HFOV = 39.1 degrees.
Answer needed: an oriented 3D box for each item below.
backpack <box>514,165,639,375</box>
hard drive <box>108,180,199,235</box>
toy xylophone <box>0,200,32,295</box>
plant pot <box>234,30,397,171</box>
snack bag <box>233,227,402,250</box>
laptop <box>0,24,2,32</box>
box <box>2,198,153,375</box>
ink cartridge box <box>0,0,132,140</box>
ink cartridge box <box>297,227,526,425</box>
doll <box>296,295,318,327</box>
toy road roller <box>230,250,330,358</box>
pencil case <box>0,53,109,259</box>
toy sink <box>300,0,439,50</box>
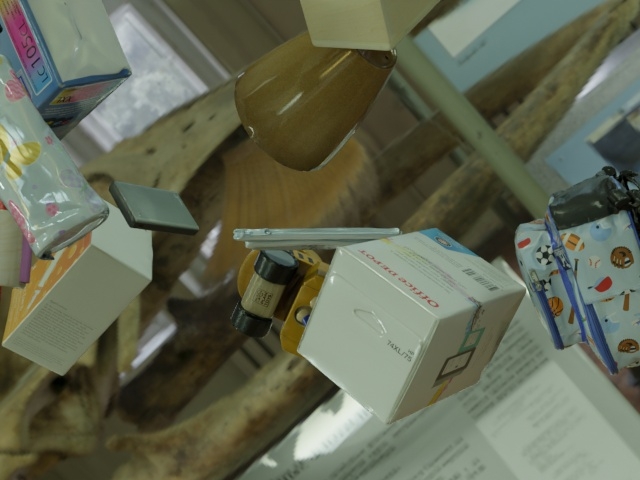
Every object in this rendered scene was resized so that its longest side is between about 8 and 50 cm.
[{"bbox_3d":[0.392,0.052,1.249,0.213,0.263,0.276,-28,1,21],"label":"backpack"},{"bbox_3d":[-0.273,-0.051,1.482,0.135,0.094,0.022,9,-52,-51],"label":"hard drive"},{"bbox_3d":[-0.595,-0.019,1.359,0.081,0.322,0.236,145,136,-77],"label":"toy xylophone"},{"bbox_3d":[0.010,-0.289,1.625,0.254,0.237,0.237,-36,12,43],"label":"plant pot"},{"bbox_3d":[0.000,0.000,1.796,0.323,0.037,0.342,0,-3,-1],"label":"snack bag"},{"bbox_3d":[-0.676,-0.359,1.076,0.236,0.382,0.408,-10,18,33],"label":"laptop"},{"bbox_3d":[-0.559,0.105,2.088,0.345,0.168,0.215,-45,30,18],"label":"box"},{"bbox_3d":[-0.516,-0.300,1.526,0.151,0.270,0.395,-20,-5,-44],"label":"ink cartridge box"},{"bbox_3d":[0.143,0.122,1.399,0.270,0.198,0.197,-10,-51,-50],"label":"ink cartridge box"},{"bbox_3d":[0.024,0.183,1.742,0.129,0.046,0.189,-43,39,-6],"label":"doll"},{"bbox_3d":[-0.030,0.123,2.080,0.240,0.329,0.202,-70,4,-68],"label":"toy road roller"},{"bbox_3d":[-0.393,-0.112,1.194,0.113,0.273,0.124,-33,3,0],"label":"pencil case"},{"bbox_3d":[0.093,-0.421,1.450,0.153,0.131,0.234,12,46,35],"label":"toy sink"}]
